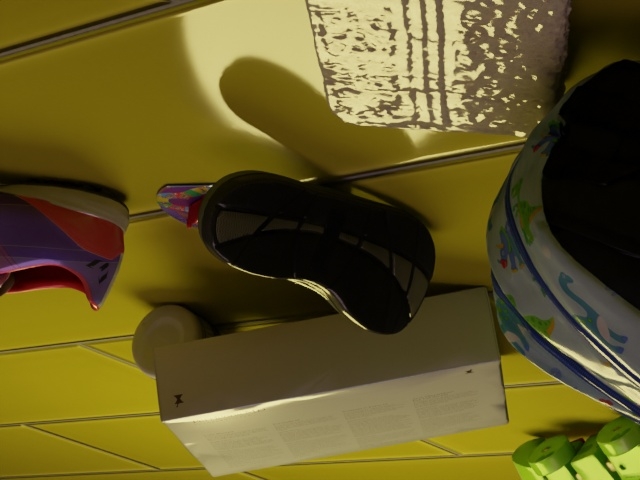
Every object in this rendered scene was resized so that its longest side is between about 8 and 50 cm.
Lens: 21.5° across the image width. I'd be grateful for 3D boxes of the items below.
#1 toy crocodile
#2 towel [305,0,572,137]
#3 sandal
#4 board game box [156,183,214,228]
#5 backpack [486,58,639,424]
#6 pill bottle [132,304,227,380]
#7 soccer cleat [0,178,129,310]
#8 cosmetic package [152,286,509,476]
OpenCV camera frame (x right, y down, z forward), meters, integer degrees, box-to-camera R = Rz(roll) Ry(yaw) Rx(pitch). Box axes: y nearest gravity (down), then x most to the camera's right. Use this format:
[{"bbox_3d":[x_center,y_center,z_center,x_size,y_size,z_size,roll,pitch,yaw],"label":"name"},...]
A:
[{"bbox_3d":[0.396,0.301,2.313,0.340,0.105,0.115,-24,107,49],"label":"toy crocodile"},{"bbox_3d":[0.089,-0.147,1.219,0.187,0.049,0.282,3,162,6],"label":"towel"},{"bbox_3d":[0.000,-0.002,1.613,0.303,0.120,0.086,26,-179,-39],"label":"sandal"},{"bbox_3d":[-0.083,-0.017,1.678,0.168,0.033,0.133,-1,160,21],"label":"board game box"},{"bbox_3d":[0.294,0.027,1.225,0.355,0.290,0.273,33,156,-9],"label":"backpack"},{"bbox_3d":[-0.152,0.148,2.082,0.094,0.094,0.169,-2,158,26],"label":"pill bottle"},{"bbox_3d":[-0.355,-0.004,1.688,0.318,0.116,0.108,6,161,2],"label":"soccer cleat"},{"bbox_3d":[0.022,0.170,1.948,0.377,0.097,0.284,-11,161,4],"label":"cosmetic package"}]
